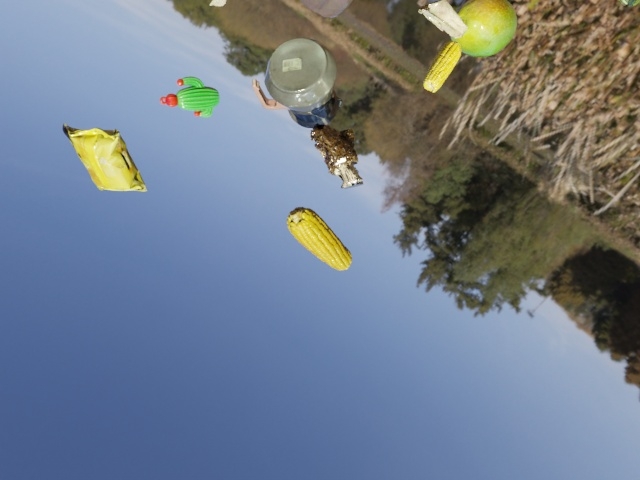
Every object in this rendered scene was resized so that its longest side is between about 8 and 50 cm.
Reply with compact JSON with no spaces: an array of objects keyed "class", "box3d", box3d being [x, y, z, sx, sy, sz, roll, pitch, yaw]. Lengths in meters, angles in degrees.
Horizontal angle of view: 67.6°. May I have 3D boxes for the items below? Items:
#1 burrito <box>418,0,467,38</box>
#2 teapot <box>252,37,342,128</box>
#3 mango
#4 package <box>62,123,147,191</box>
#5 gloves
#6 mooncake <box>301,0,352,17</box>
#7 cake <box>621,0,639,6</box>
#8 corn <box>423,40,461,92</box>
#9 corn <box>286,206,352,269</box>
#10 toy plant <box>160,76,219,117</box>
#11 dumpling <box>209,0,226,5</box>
[{"class":"burrito","box3d":[0.294,-0.528,1.129,0.149,0.055,0.041,16,-164,-38]},{"class":"teapot","box3d":[-0.096,-0.656,2.068,0.362,0.377,0.305,50,-142,-72]},{"class":"mango","box3d":[0.606,-0.773,1.753,0.382,0.225,0.201,-15,-93,-58]},{"class":"package","box3d":[-0.576,-0.216,1.288,0.169,0.226,0.090,7,-133,11]},{"class":"gloves","box3d":[0.075,-0.348,1.912,0.312,0.135,0.210,56,-145,1]},{"class":"mooncake","box3d":[0.017,-0.804,1.431,0.245,0.244,0.133,29,158,-24]},{"class":"cake","box3d":[0.735,-0.637,1.073,0.100,0.099,0.235,55,-164,13]},{"class":"corn","box3d":[0.369,-0.530,1.445,0.068,0.206,0.067,26,157,12]},{"class":"corn","box3d":[0.000,0.000,1.732,0.363,0.120,0.120,46,-172,-42]},{"class":"toy plant","box3d":[-0.548,-0.618,2.038,0.241,0.154,0.088,14,-167,-36]},{"class":"dumpling","box3d":[-0.381,-0.901,1.791,0.076,0.057,0.052,12,151,12]}]
